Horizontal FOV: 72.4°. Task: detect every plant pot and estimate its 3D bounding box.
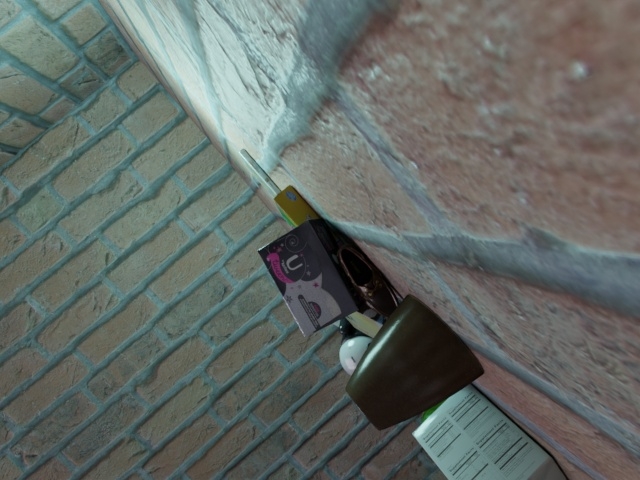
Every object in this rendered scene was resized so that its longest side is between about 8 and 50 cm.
[{"bbox_3d":[0.170,0.268,0.900,0.215,0.230,0.215,48,175,6],"label":"plant pot"}]

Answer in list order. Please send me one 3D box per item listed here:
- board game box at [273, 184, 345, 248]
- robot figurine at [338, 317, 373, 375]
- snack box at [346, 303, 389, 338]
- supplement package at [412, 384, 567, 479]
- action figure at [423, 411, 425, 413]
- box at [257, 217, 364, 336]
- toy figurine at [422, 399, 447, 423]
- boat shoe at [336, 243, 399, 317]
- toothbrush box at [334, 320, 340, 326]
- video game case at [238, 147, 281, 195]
[{"bbox_3d":[0.000,0.000,1.300,0.317,0.064,0.242,48,175,9],"label":"board game box"},{"bbox_3d":[0.161,0.334,1.475,0.278,0.208,0.174,-67,-15,-55],"label":"robot figurine"},{"bbox_3d":[0.166,0.226,1.188,0.321,0.060,0.187,20,155,51],"label":"snack box"},{"bbox_3d":[0.400,0.525,1.035,0.199,0.198,0.262,51,175,-28],"label":"supplement package"},{"bbox_3d":[0.343,0.493,1.607,0.285,0.099,0.185,54,-177,41],"label":"action figure"},{"bbox_3d":[-0.018,0.089,1.105,0.248,0.163,0.142,61,-165,5],"label":"box"},{"bbox_3d":[0.418,0.540,1.370,0.159,0.173,0.130,37,162,-21],"label":"toy figurine"},{"bbox_3d":[0.110,0.098,1.027,0.207,0.073,0.073,49,-179,6],"label":"boat shoe"},{"bbox_3d":[0.127,0.307,1.822,0.206,0.122,0.283,30,179,2],"label":"toothbrush box"},{"bbox_3d":[-0.219,-0.234,1.649,0.206,0.026,0.227,48,175,2],"label":"video game case"}]
